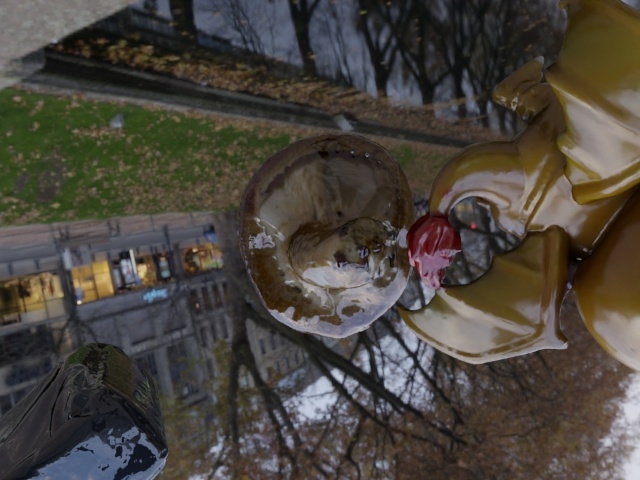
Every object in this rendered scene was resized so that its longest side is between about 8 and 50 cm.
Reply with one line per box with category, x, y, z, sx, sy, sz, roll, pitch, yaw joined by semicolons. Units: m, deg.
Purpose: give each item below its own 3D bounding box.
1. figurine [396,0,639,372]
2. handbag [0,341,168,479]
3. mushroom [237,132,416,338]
figurine;0.296;0.006;0.641;0.268;0.387;0.401;-6;132;-52
handbag;-0.329;0.288;0.783;0.275;0.178;0.302;-44;-165;-11
mushroom;0.002;-0.017;0.810;0.267;0.267;0.254;-12;154;11
